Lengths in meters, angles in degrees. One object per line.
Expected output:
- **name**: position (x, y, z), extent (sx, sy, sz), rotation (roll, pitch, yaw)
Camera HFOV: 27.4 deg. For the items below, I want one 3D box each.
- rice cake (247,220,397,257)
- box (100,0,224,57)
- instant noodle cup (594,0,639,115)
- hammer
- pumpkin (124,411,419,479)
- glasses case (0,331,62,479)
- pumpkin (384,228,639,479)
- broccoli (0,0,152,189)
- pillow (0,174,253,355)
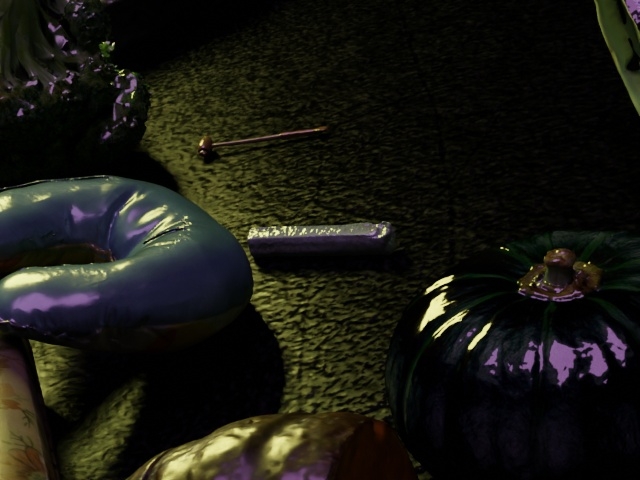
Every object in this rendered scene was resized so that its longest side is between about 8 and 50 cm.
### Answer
- **rice cake**: position (0.000, 0.000, 1.008), extent (0.121, 0.022, 0.021), rotation (-2, 40, 23)
- **box**: position (-0.229, -0.336, 1.623), extent (0.350, 0.091, 0.359), rotation (-32, 33, -30)
- **instant noodle cup**: position (0.314, -0.162, 0.963), extent (0.182, 0.230, 0.230), rotation (-21, 29, 7)
- **hammer**: position (-0.053, -0.093, 1.204), extent (0.123, 0.014, 0.029), rotation (-7, 39, 9)
- **pumpkin**: position (-0.044, 0.174, 0.626), extent (0.131, 0.126, 0.248), rotation (-4, 32, 22)
- **glasses case**: position (-0.231, 0.153, 0.772), extent (0.157, 0.098, 0.425), rotation (-19, 29, -9)
- **pumpkin**: position (0.134, 0.067, 0.712), extent (0.202, 0.140, 0.202), rotation (-12, 24, 6)
- **broccoli**: position (-0.300, -0.172, 1.209), extent (0.308, 0.275, 0.308), rotation (10, 15, -3)
- **pillow**: position (-0.160, 0.012, 0.951), extent (0.214, 0.086, 0.233), rotation (-1, 25, -31)
